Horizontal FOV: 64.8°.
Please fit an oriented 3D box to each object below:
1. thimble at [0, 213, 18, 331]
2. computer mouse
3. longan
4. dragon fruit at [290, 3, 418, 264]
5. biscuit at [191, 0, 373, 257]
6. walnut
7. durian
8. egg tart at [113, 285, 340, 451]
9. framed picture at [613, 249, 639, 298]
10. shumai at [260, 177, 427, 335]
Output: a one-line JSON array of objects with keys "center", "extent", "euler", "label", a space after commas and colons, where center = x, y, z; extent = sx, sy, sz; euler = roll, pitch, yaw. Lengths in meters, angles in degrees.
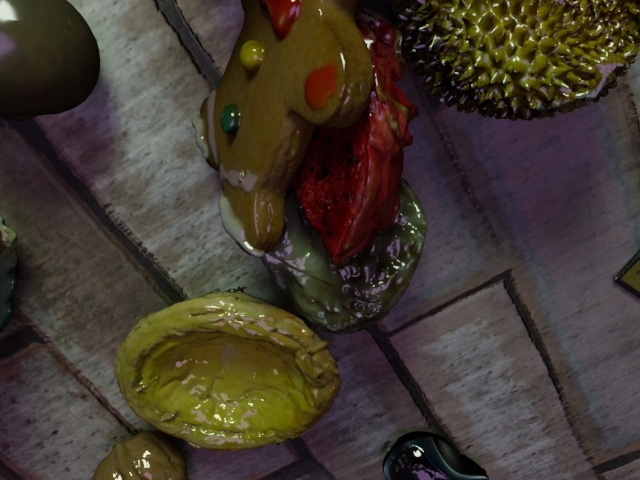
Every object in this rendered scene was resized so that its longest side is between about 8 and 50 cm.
[{"center": [-0.532, 0.084, 0.676], "extent": [0.167, 0.254, 0.288], "euler": [15, 87, -14], "label": "thimble"}, {"center": [0.232, 0.469, 0.986], "extent": [0.233, 0.096, 0.137], "euler": [31, 109, -15], "label": "computer mouse"}, {"center": [-0.360, -0.222, 0.589], "extent": [0.189, 0.189, 0.189], "euler": [-1, 115, -3], "label": "longan"}, {"center": [0.048, -0.154, 0.581], "extent": [0.152, 0.317, 0.205], "euler": [-4, 144, -32], "label": "dragon fruit"}, {"center": [-0.047, -0.204, 0.525], "extent": [0.064, 0.283, 0.432], "euler": [-1, 143, -34], "label": "biscuit"}, {"center": [-0.319, 0.431, 0.914], "extent": [0.166, 0.149, 0.167], "euler": [2, 84, -19], "label": "walnut"}, {"center": [0.214, -0.268, 0.571], "extent": [0.292, 0.258, 0.258], "euler": [19, 113, 1], "label": "durian"}, {"center": [-0.138, 0.197, 0.803], "extent": [0.345, 0.132, 0.345], "euler": [2, 122, 3], "label": "egg tart"}, {"center": [0.697, 0.050, 0.864], "extent": [0.323, 0.013, 0.244], "euler": [30, 111, -15], "label": "framed picture"}, {"center": [0.002, 0.001, 0.702], "extent": [0.218, 0.189, 0.256], "euler": [23, 106, -15], "label": "shumai"}]
